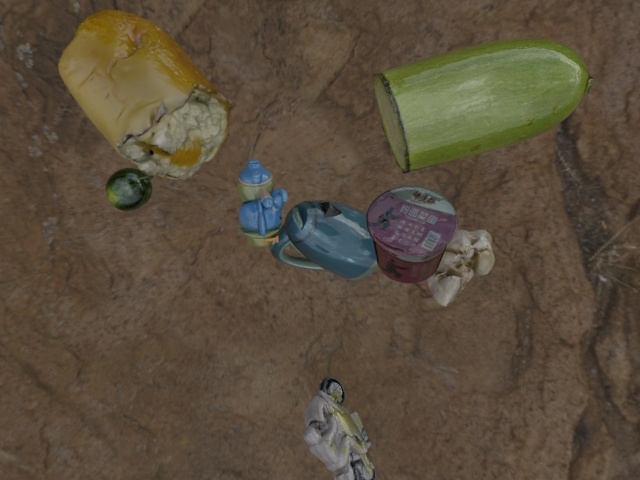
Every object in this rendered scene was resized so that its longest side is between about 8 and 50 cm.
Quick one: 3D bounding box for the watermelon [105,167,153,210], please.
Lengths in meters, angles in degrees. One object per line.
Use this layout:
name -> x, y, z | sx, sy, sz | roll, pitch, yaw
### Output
watermelon -> -0.608, -0.172, 1.814 | 0.188, 0.141, 0.140 | -18, 98, 23

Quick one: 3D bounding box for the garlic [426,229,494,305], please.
garlic -> 0.454, 0.067, 1.840 | 0.281, 0.203, 0.184 | -38, 74, -2

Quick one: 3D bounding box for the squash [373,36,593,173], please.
squash -> 0.199, -0.175, 0.676 | 0.247, 0.132, 0.132 | -15, 97, 2

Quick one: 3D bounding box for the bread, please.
bread -> -0.413, -0.374, 1.351 | 0.250, 0.361, 0.394 | -39, 79, 11

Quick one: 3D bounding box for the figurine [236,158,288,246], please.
figurine -> -0.185, -0.106, 1.704 | 0.154, 0.180, 0.261 | -20, 120, -36

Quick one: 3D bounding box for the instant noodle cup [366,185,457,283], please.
instant noodle cup -> 0.239, -0.006, 1.496 | 0.235, 0.178, 0.234 | -2, 54, 3

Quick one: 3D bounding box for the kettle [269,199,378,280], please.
kettle -> 0.000, 0.000, 1.901 | 0.342, 0.247, 0.319 | 22, 128, -41

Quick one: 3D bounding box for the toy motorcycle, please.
toy motorcycle -> 0.046, 0.574, 1.619 | 0.108, 0.223, 0.340 | -35, 71, 34
